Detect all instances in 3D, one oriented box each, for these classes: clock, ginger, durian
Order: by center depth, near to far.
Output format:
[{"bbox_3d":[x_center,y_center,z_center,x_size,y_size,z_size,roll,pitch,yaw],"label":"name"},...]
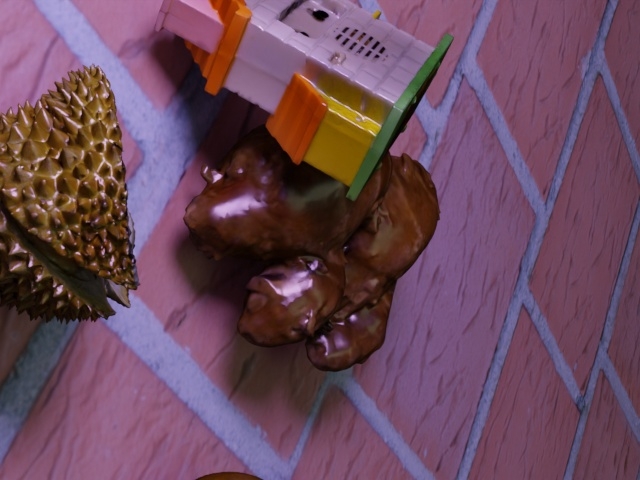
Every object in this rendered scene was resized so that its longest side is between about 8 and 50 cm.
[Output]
[{"bbox_3d":[-0.223,-0.040,0.870,0.237,0.138,0.193,-119,-157,-68],"label":"durian"},{"bbox_3d":[-0.021,-0.185,1.064,0.106,0.255,0.220,-63,175,34],"label":"clock"},{"bbox_3d":[-0.006,-0.006,1.175,0.357,0.153,0.274,31,78,-53],"label":"ginger"}]

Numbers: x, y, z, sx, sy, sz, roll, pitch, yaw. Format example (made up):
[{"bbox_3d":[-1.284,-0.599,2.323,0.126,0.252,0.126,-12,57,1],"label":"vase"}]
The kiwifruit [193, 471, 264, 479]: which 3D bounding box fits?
[{"bbox_3d":[-0.074,0.329,1.012,0.196,0.234,0.196,-22,134,-25],"label":"kiwifruit"}]
